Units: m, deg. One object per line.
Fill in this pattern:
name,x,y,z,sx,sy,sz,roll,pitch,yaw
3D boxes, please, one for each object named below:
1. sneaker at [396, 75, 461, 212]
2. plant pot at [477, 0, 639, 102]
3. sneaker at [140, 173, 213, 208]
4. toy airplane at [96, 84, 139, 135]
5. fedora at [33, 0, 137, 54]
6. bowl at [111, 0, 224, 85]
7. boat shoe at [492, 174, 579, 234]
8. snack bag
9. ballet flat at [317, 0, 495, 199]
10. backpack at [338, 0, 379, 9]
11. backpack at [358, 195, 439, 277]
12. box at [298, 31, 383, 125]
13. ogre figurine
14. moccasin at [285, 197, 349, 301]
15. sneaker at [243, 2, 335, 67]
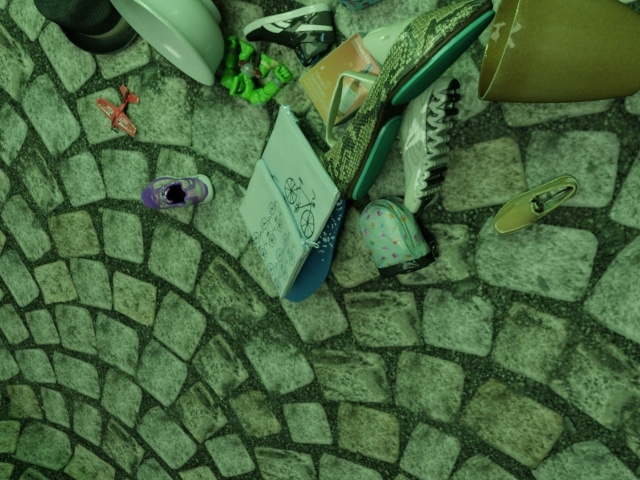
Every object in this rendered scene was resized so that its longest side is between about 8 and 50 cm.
sneaker,0.215,-0.206,1.132,0.118,0.110,0.292,18,108,29
plant pot,0.438,-0.341,0.923,0.254,0.237,0.237,13,113,4
sneaker,-0.416,-0.128,1.449,0.236,0.104,0.095,-4,107,27
toy airplane,-0.562,-0.370,1.477,0.151,0.028,0.151,8,111,21
fedora,-0.613,-0.633,1.338,0.334,0.152,0.334,9,111,23
bowl,-0.326,-0.509,1.209,0.298,0.298,0.134,36,85,10
boat shoe,0.437,-0.070,1.083,0.190,0.072,0.068,-40,88,31
snack bag,-0.086,-0.091,1.223,0.342,0.037,0.323,-60,45,39
ballet flat,0.117,-0.289,1.022,0.182,0.164,0.483,44,130,11
backpack,0.065,-0.566,1.064,0.158,0.117,0.173,-9,106,28
backpack,0.169,-0.013,1.206,0.152,0.115,0.182,-19,96,32
box,0.064,-0.350,1.152,0.170,0.091,0.130,-31,92,31
ogre figurine,-0.167,-0.394,1.245,0.197,0.097,0.118,31,107,0
moccasin,0.000,0.000,1.295,0.137,0.117,0.342,28,114,1
sneaker,-0.071,-0.447,1.188,0.216,0.079,0.121,-6,103,25
